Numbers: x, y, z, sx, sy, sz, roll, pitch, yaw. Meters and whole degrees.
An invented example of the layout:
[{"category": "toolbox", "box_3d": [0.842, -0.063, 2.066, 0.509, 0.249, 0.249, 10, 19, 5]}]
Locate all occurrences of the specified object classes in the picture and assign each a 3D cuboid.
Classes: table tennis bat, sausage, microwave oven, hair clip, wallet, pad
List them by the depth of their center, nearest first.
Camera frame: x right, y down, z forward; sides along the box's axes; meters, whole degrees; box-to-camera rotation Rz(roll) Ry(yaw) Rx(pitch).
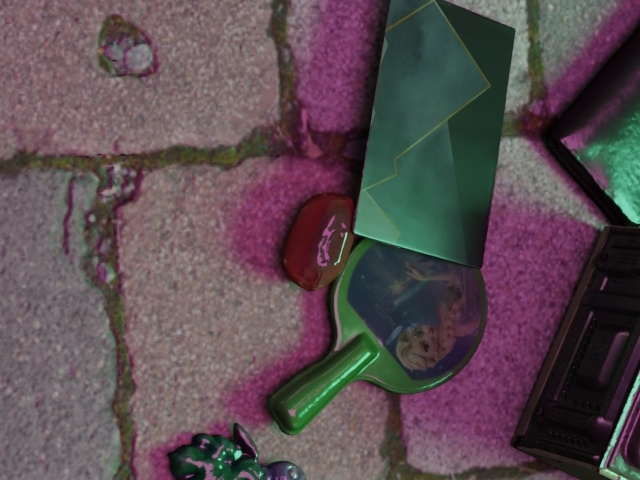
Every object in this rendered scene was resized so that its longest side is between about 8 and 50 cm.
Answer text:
[{"category": "hair clip", "box_3d": [-0.061, 0.252, 1.647, 0.195, 0.052, 0.124, 48, 63, -7]}, {"category": "sausage", "box_3d": [0.000, 0.000, 1.662, 0.059, 0.054, 0.094, 26, 80, -21]}, {"category": "table tennis bat", "box_3d": [0.052, 0.088, 1.696, 0.257, 0.039, 0.160, -39, 102, -21]}, {"category": "pad", "box_3d": [0.110, -0.106, 1.708, 0.164, 0.004, 0.243, 15, 80, -36]}, {"category": "microwave oven", "box_3d": [0.314, 0.121, 1.725, 0.145, 0.194, 0.240, 27, 82, -19]}, {"category": "wallet", "box_3d": [0.341, -0.137, 1.816, 0.250, 0.044, 0.149, -47, 110, -17]}]
